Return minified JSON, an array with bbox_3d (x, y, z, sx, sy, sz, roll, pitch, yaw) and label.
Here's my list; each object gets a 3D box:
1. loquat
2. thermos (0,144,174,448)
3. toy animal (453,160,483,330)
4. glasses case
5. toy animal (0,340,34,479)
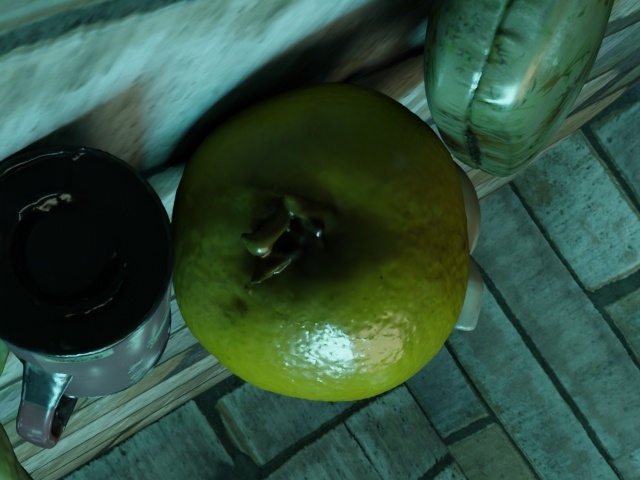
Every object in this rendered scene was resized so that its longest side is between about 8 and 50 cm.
[{"bbox_3d":[0.000,0.000,0.804,0.208,0.208,0.208,-33,174,-4],"label":"loquat"},{"bbox_3d":[-0.145,0.052,0.767,0.109,0.136,0.330,-11,169,-10],"label":"thermos"},{"bbox_3d":[0.022,-0.006,1.002,0.250,0.166,0.154,-19,-155,48],"label":"toy animal"},{"bbox_3d":[0.130,-0.129,0.796,0.425,0.098,0.157,11,101,-81],"label":"glasses case"},{"bbox_3d":[-0.295,0.173,0.888,0.181,0.180,0.363,-53,145,-41],"label":"toy animal"}]
